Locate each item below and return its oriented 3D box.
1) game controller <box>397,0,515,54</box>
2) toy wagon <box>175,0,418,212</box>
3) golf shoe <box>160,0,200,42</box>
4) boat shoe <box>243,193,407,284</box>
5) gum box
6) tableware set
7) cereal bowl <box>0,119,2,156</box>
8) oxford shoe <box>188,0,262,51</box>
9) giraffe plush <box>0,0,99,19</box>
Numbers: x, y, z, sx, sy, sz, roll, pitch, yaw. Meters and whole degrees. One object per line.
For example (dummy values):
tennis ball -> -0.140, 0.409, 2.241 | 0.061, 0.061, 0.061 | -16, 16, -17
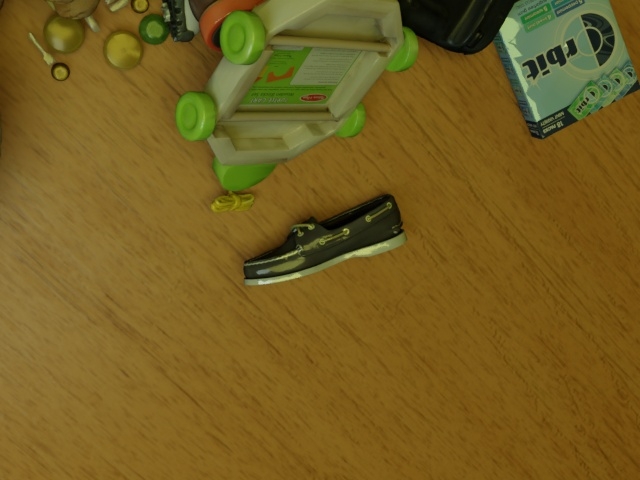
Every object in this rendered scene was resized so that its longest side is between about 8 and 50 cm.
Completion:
game controller -> 0.205, -0.387, 1.173 | 0.166, 0.067, 0.319 | 21, 107, -23
toy wagon -> -0.047, -0.166, 1.154 | 0.267, 0.068, 0.344 | -7, 146, -44
golf shoe -> -0.128, -0.368, 1.144 | 0.120, 0.105, 0.272 | 4, 101, -19
boat shoe -> 0.000, 0.000, 1.265 | 0.228, 0.081, 0.068 | -18, 102, -16
gum box -> 0.326, -0.253, 1.301 | 0.157, 0.041, 0.184 | -28, 105, -5
tableware set -> -0.267, -0.249, 1.179 | 0.154, 0.024, 0.104 | -35, 110, -5
cereal bowl -> -0.483, -0.119, 1.060 | 0.339, 0.141, 0.338 | 3, 97, 21
oxford shoe -> -0.041, -0.283, 1.151 | 0.271, 0.097, 0.098 | -6, 62, -48
giraffe plush -> -0.364, -0.316, 1.067 | 0.171, 0.181, 0.210 | -28, 87, 2
